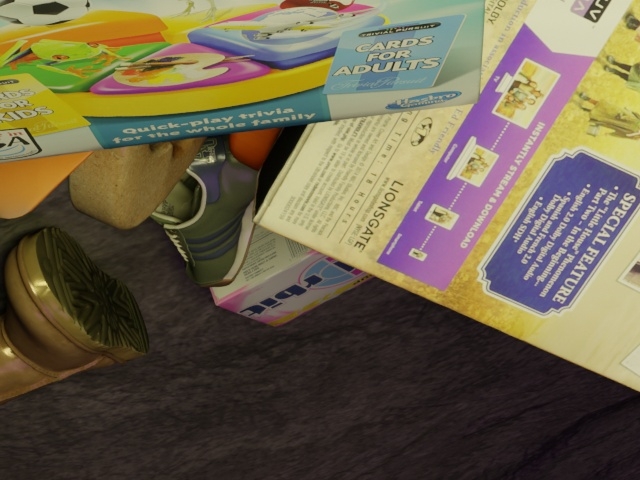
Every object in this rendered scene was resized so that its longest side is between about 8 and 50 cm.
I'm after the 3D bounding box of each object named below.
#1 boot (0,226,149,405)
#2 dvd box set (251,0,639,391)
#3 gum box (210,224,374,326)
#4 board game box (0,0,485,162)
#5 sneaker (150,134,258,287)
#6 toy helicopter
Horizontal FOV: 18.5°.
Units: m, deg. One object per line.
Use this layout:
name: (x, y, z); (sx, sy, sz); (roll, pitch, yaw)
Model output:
boot: (-0.287, 0.098, 1.521); (0.269, 0.089, 0.236); (-22, 157, 6)
dvd box set: (0.216, -0.055, 1.055); (0.420, 0.062, 0.308); (23, 120, -12)
gum box: (0.000, 0.000, 1.570); (0.188, 0.062, 0.107); (-28, 156, 17)
board game box: (-0.063, -0.122, 0.774); (0.253, 0.079, 0.336); (-8, 166, 2)
sneaker: (-0.090, -0.025, 1.447); (0.086, 0.064, 0.192); (-2, 152, -23)
toy helicopter: (-0.075, -0.147, 1.022); (0.235, 0.140, 0.355); (-49, 163, -46)
